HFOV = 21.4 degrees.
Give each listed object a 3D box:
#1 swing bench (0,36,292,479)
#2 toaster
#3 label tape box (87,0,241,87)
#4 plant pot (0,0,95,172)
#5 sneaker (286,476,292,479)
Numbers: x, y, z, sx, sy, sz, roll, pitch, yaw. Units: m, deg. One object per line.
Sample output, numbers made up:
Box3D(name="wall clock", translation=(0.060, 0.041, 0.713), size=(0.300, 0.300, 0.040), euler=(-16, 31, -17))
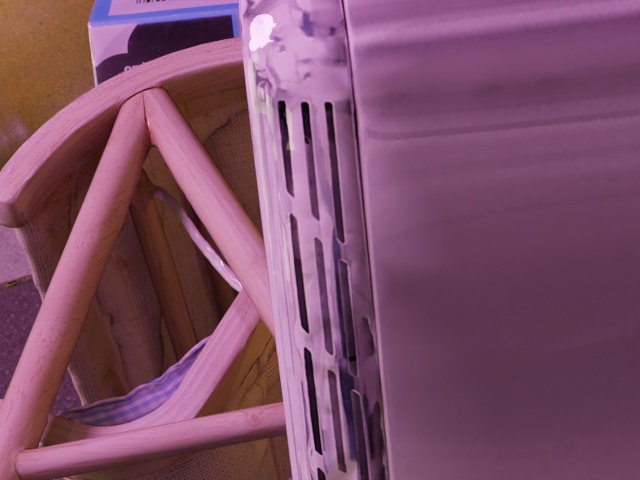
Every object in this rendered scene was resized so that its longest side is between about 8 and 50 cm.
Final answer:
Box3D(name="swing bench", translation=(-0.050, 0.086, 0.778), size=(0.253, 0.165, 0.255), euler=(78, -178, -46))
Box3D(name="toaster", translation=(0.060, -0.004, 0.394), size=(0.129, 0.146, 0.227), euler=(-99, 3, -64))
Box3D(name="label tape box", translation=(0.000, 0.000, 1.090), size=(0.115, 0.249, 0.348), euler=(-97, 2, -70))
Box3D(name="plant pot", translation=(-0.136, -0.199, 1.225), size=(0.366, 0.353, 0.366), euler=(57, 175, 8))
Box3D(name="sneaker", translation=(0.060, 0.185, 0.621), size=(0.283, 0.124, 0.107), euler=(63, -178, -22))
